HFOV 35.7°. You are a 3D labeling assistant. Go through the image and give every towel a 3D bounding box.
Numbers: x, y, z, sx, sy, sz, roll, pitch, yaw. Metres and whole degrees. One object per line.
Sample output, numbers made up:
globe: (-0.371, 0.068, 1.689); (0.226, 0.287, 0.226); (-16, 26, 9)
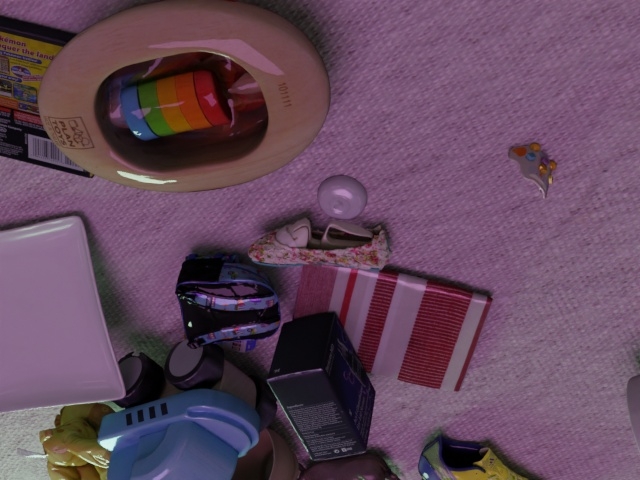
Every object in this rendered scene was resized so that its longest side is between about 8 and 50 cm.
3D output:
towel: (0.115, 0.145, 1.756); (0.328, 0.037, 0.237); (14, 128, 2)

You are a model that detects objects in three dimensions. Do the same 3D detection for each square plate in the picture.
square plate: (-0.543, 0.143, 1.827); (0.347, 0.049, 0.344); (-9, 99, 16)

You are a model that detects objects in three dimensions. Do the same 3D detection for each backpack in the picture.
backpack: (-0.154, 0.101, 1.731); (0.173, 0.117, 0.158); (-3, 127, 5)

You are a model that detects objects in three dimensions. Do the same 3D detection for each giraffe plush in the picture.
giraffe plush: (-0.477, 0.391, 1.996); (0.210, 0.170, 0.181); (25, 127, -8)

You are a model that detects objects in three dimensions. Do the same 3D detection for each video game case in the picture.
video game case: (-0.490, -0.238, 1.601); (0.274, 0.035, 0.248); (14, 129, 3)

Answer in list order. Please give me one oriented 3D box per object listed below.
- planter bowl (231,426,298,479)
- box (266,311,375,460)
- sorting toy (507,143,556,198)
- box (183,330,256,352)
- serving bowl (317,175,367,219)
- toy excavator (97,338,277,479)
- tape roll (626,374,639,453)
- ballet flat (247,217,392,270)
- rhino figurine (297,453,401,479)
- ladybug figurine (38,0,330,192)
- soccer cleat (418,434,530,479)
planter bowl: (-0.113, 0.452, 1.984); (0.162, 0.162, 0.109); (-31, 143, 31)
box: (0.005, 0.256, 1.742); (0.108, 0.153, 0.207); (-14, 123, 20)
sorting toy: (0.323, -0.099, 1.493); (0.083, 0.075, 0.045); (42, 125, -20)
box: (-0.183, 0.162, 1.843); (0.136, 0.028, 0.081); (13, 129, 0)
serving bowl: (0.033, -0.064, 1.618); (0.083, 0.027, 0.083); (7, 129, 9)
toy excavator: (-0.315, 0.441, 1.798); (0.432, 0.445, 0.222); (-20, 134, 27)
tape roll: (0.634, 0.314, 1.633); (0.169, 0.246, 0.246); (-26, 117, 28)
ballet flat: (0.000, 0.000, 1.645); (0.240, 0.091, 0.077); (2, 122, 0)
rhino figurine: (0.035, 0.484, 2.012); (0.243, 0.073, 0.106); (-11, 128, 22)
ladybug figurine: (-0.200, -0.222, 1.457); (0.449, 0.162, 0.305); (-6, 129, 14)
soccer cleat: (0.331, 0.459, 1.913); (0.289, 0.093, 0.121); (20, 122, -3)
